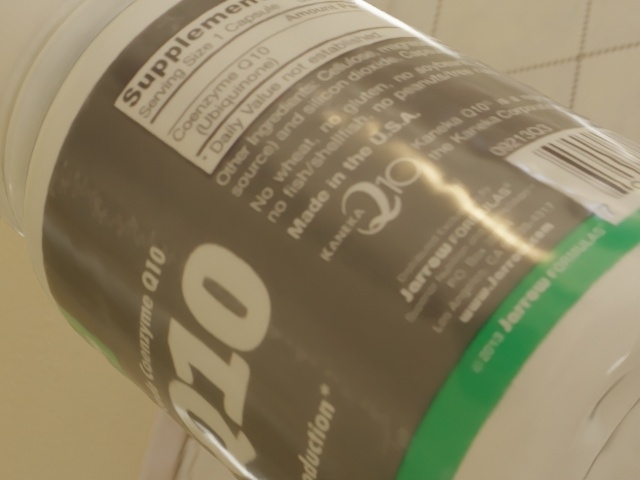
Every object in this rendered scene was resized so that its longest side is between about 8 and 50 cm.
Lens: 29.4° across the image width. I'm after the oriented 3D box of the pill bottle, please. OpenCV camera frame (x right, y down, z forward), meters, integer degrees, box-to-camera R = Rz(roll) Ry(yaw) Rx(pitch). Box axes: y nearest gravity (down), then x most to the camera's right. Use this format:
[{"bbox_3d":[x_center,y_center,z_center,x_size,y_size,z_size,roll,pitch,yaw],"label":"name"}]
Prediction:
[{"bbox_3d":[0.000,0.000,0.540,0.361,0.204,0.204,35,92,36],"label":"pill bottle"}]
